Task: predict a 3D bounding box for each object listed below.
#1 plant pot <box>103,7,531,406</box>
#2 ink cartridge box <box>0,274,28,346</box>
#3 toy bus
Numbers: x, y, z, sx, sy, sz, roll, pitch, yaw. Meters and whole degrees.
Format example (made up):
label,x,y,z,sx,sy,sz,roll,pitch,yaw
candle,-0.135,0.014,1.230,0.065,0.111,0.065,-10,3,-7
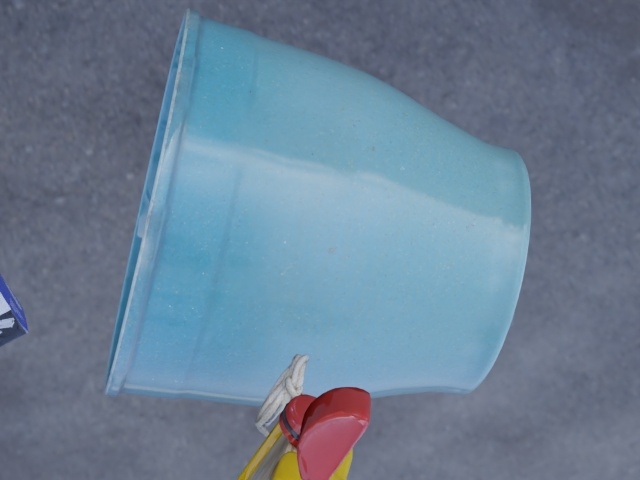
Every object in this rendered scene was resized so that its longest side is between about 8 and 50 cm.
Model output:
label,x,y,z,sx,sy,sz,roll,pitch,yaw
plant pot,0.000,0.000,0.977,0.255,0.271,0.271,13,135,-9
ink cartridge box,-0.345,0.076,1.087,0.207,0.046,0.097,-27,123,-4
toy bus,-0.004,0.153,0.597,0.202,0.104,0.191,-58,-175,-15
